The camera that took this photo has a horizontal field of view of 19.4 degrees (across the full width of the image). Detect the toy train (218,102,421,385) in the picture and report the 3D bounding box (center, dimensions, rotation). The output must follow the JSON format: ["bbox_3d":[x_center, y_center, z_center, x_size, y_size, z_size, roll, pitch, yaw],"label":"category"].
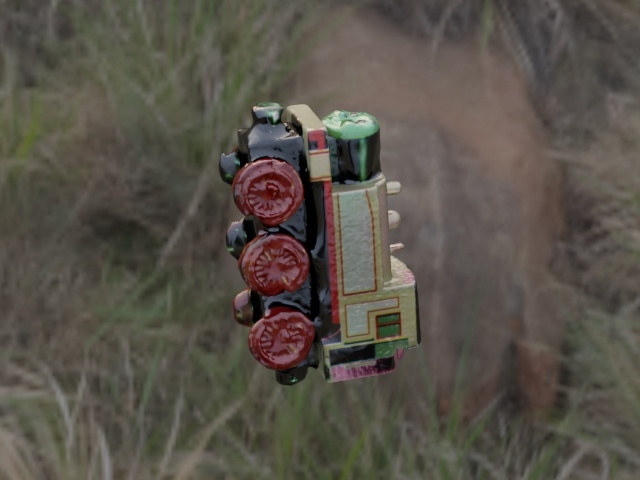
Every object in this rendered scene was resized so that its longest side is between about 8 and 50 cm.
[{"bbox_3d":[0.000,0.000,0.870,0.087,0.138,0.050,-10,23,-12],"label":"toy train"}]
